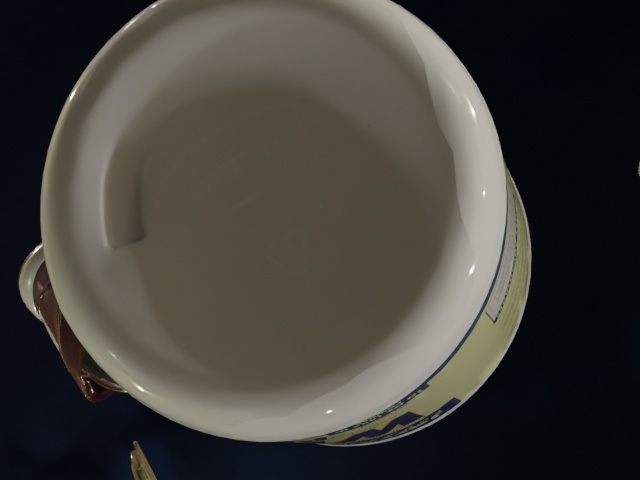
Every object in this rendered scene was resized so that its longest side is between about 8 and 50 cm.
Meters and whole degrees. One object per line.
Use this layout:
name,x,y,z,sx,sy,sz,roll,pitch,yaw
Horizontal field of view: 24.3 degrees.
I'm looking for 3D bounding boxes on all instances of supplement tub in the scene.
supplement tub,0.000,0.000,0.860,0.235,0.325,0.235,-2,-99,11

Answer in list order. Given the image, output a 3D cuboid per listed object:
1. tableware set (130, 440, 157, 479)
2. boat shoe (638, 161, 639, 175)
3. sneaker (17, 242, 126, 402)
tableware set,-0.083,0.203,0.928,0.020,0.169,0.141,-25,-78,-3
boat shoe,0.278,-0.093,0.929,0.183,0.066,0.066,-45,-109,-1
sneaker,-0.086,0.020,1.074,0.281,0.106,0.162,-39,-118,23
